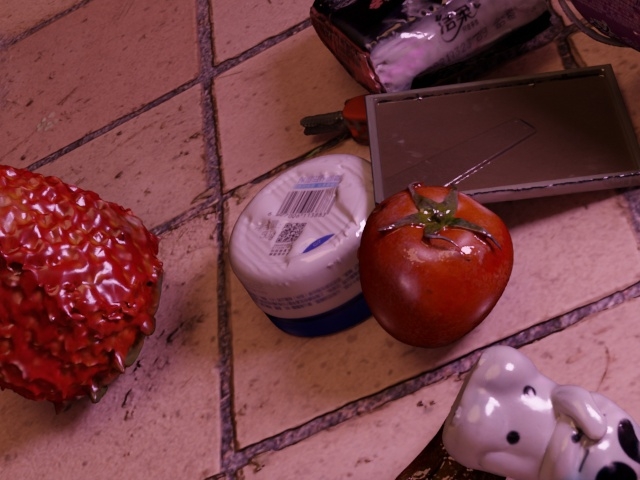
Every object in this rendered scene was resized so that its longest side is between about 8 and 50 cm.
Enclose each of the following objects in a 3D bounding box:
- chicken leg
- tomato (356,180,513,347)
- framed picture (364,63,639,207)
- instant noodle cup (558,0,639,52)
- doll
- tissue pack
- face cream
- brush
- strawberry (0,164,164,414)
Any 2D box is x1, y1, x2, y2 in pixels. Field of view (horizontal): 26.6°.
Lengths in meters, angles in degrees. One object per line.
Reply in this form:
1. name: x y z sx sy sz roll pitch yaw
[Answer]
1. chicken leg: 0.124 0.209 1.243 0.105 0.063 0.234 21 61 44
2. tomato: 0.116 0.032 1.375 0.167 0.167 0.167 -22 38 18
3. framed picture: 0.198 -0.115 1.502 0.290 0.020 0.211 -7 40 3
4. instant noodle cup: 0.442 -0.291 1.356 0.340 0.340 0.266 -37 44 -3
5. doll: 0.193 0.166 1.154 0.181 0.107 0.110 23 71 16
6. tissue pack: 0.127 -0.290 1.731 0.245 0.123 0.332 -31 24 -1
7. face cream: 0.000 0.000 1.541 0.206 0.111 0.206 -21 39 18
8. brush: 0.102 -0.156 1.684 0.323 0.051 0.070 -3 46 37
9. strawberry: -0.355 0.031 1.599 0.292 0.343 0.292 -40 29 27
